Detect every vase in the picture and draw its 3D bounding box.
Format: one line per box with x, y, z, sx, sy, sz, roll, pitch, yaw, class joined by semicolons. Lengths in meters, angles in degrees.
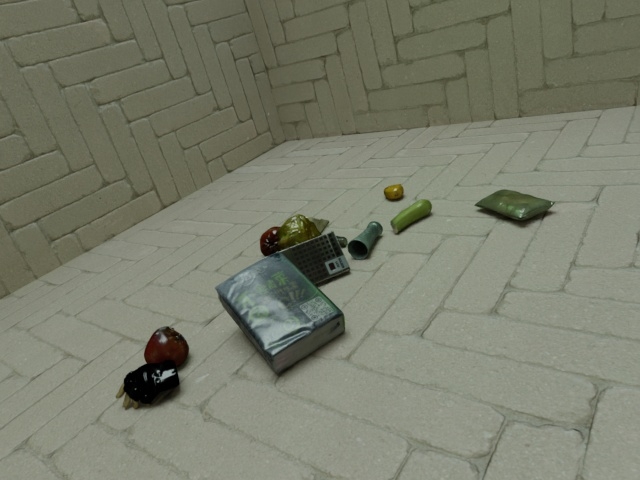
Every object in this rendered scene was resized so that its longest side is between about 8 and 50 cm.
0.205;-0.009;2.069;0.096;0.096;0.219;-2;25;30;vase

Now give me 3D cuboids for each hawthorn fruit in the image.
-0.195;0.007;2.235;0.156;0.157;0.194;-3;9;27;hawthorn fruit
-0.551;0.393;1.658;0.172;0.148;0.148;-45;26;3;hawthorn fruit

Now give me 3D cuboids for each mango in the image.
0.389;-0.262;2.521;0.101;0.066;0.187;-28;20;-5;mango

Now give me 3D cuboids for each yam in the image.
0.000;0.000;2.218;0.273;0.061;0.061;1;29;32;yam

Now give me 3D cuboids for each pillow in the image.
0.819;-0.154;1.998;0.184;0.075;0.302;-22;22;-14;pillow

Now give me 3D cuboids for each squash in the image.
0.416;-0.116;2.174;0.250;0.083;0.083;-31;28;-24;squash

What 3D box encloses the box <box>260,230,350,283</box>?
-0.060;0.099;1.913;0.324;0.181;0.047;-21;-13;-10;box

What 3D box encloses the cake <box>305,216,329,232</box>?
-0.028;-0.056;2.379;0.086;0.117;0.220;-3;-5;22;cake

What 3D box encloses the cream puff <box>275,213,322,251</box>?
-0.089;0.001;2.070;0.196;0.244;0.244;-34;26;-4;cream puff

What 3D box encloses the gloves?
-0.565;0.467;1.530;0.203;0.124;0.164;-15;5;-15;gloves

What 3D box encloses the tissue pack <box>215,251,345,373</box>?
-0.143;0.227;1.610;0.287;0.124;0.394;-28;46;-25;tissue pack
